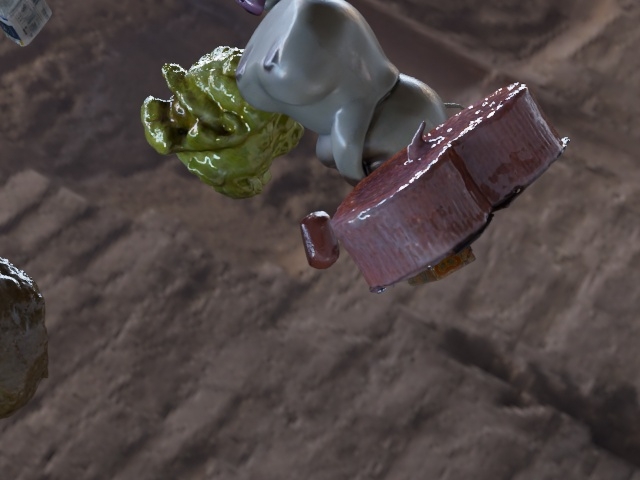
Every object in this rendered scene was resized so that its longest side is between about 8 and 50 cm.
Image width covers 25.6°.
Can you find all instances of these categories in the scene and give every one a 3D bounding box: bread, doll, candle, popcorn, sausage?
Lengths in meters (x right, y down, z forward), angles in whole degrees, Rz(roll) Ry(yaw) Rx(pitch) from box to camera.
[{"bbox_3d":[-0.439,0.125,1.909,0.123,0.230,0.230,-8,-51,-22],"label":"bread"},{"bbox_3d":[0.034,-0.217,2.109,0.215,0.370,0.226,-20,26,53],"label":"doll"},{"bbox_3d":[0.134,-0.075,1.754,0.317,0.131,0.287,-38,9,-22],"label":"candle"},{"bbox_3d":[-0.145,-0.213,2.347,0.241,0.235,0.250,22,-61,-46],"label":"popcorn"},{"bbox_3d":[0.001,0.000,2.271,0.059,0.054,0.094,167,90,-82],"label":"sausage"}]

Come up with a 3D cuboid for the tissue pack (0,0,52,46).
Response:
[{"bbox_3d":[-0.372,-0.285,1.747,0.062,0.042,0.083,-56,-14,-11],"label":"tissue pack"}]

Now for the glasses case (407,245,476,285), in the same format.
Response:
[{"bbox_3d":[0.191,0.034,2.337,0.075,0.049,0.218,-28,0,-9],"label":"glasses case"}]

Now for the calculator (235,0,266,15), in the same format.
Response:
[{"bbox_3d":[-0.068,-0.379,1.614,0.294,0.043,0.194,-100,28,-60],"label":"calculator"}]

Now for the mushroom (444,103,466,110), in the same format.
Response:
[{"bbox_3d":[0.132,-0.206,2.290,0.286,0.028,0.026,-2,-18,-25],"label":"mushroom"}]
